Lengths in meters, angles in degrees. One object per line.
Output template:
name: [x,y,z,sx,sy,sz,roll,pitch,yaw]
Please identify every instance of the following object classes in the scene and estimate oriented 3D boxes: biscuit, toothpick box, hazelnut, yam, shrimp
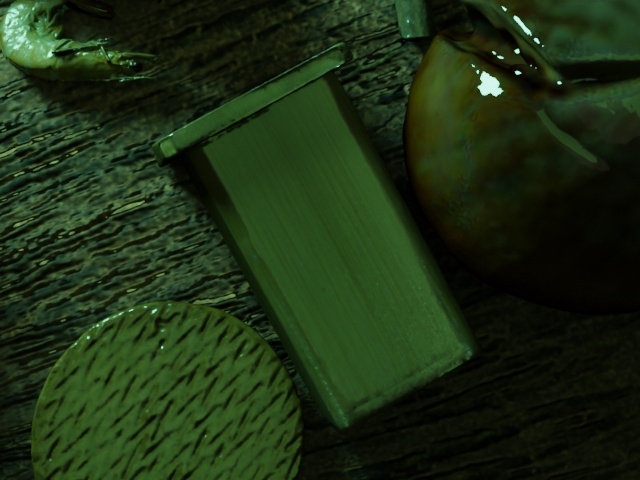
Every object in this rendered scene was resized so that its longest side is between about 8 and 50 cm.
biscuit: [-0.144,0.187,1.280,0.261,0.037,0.262,0,86,-7]
toothpick box: [0.000,0.000,1.246,0.187,0.190,0.308,-29,95,-8]
hazelnut: [0.275,-0.120,1.206,0.409,0.359,0.359,-11,87,-25]
yam: [0.083,-0.360,1.346,0.045,0.045,0.327,-3,87,-38]
shrimp: [-0.228,-0.197,1.304,0.162,0.045,0.095,6,64,-1]

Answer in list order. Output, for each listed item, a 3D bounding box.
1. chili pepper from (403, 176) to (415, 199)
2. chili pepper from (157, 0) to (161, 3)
chili pepper: [0.119,-0.072,1.338,0.091,0.034,0.030,-33,120,-12]
chili pepper: [-0.247,-0.325,1.265,0.252,0.136,0.144,13,119,-8]
